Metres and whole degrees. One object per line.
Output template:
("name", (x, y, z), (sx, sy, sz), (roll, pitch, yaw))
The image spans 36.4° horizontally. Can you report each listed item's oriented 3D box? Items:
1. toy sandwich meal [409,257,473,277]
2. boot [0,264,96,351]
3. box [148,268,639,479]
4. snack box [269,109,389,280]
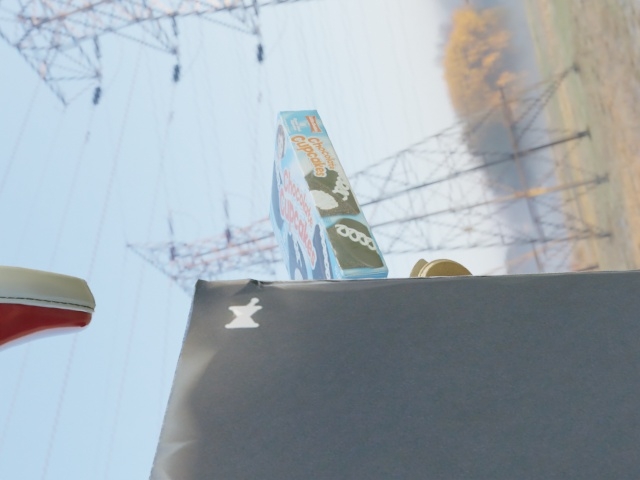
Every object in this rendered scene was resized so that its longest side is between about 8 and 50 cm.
("toy sandwich meal", (0.130, 0.057, 1.034), (0.029, 0.086, 0.085), (133, 132, -59))
("boot", (-0.251, 0.105, 0.609), (0.244, 0.088, 0.176), (-2, -100, -39))
("box", (0.089, 0.228, 0.542), (0.212, 0.294, 0.395), (-84, -11, -52))
("snack box", (0.000, 0.000, 1.228), (0.321, 0.060, 0.187), (-111, 22, -46))
